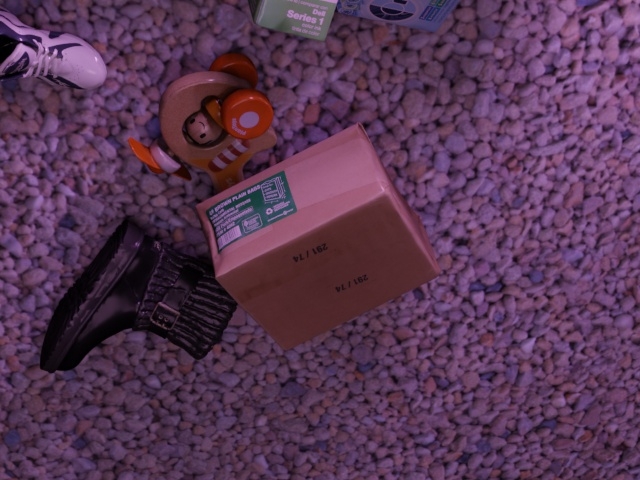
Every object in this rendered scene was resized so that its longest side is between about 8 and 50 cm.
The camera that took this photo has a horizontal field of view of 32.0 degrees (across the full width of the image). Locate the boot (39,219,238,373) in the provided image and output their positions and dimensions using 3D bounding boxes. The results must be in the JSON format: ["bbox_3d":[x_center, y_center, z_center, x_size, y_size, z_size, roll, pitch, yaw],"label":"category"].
[{"bbox_3d":[-0.327,0.152,2.027,0.260,0.131,0.348,31,112,-24],"label":"boot"}]

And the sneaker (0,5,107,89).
[{"bbox_3d":[-0.448,-0.279,1.734,0.235,0.153,0.094,30,114,-23],"label":"sneaker"}]

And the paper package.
[{"bbox_3d":[0.000,0.000,1.915,0.325,0.168,0.309,-26,142,8],"label":"paper package"}]

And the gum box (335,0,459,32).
[{"bbox_3d":[0.125,-0.399,1.760,0.184,0.041,0.157,8,160,-13],"label":"gum box"}]

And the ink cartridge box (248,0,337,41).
[{"bbox_3d":[-0.018,-0.468,1.654,0.117,0.201,0.278,12,118,-16],"label":"ink cartridge box"}]

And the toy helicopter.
[{"bbox_3d":[-0.183,-0.129,1.884,0.235,0.140,0.355,-18,135,-5],"label":"toy helicopter"}]
